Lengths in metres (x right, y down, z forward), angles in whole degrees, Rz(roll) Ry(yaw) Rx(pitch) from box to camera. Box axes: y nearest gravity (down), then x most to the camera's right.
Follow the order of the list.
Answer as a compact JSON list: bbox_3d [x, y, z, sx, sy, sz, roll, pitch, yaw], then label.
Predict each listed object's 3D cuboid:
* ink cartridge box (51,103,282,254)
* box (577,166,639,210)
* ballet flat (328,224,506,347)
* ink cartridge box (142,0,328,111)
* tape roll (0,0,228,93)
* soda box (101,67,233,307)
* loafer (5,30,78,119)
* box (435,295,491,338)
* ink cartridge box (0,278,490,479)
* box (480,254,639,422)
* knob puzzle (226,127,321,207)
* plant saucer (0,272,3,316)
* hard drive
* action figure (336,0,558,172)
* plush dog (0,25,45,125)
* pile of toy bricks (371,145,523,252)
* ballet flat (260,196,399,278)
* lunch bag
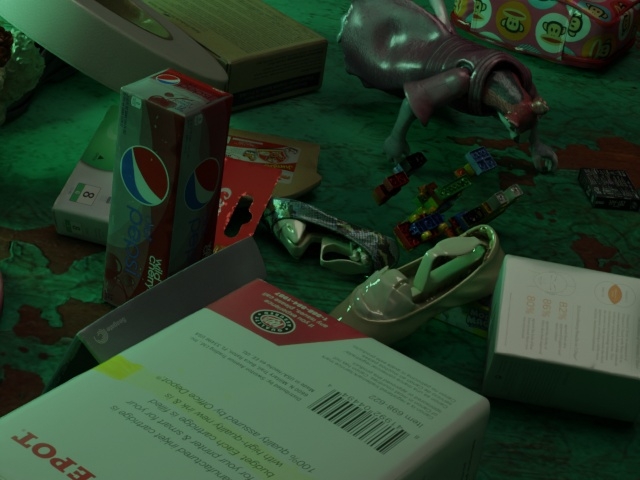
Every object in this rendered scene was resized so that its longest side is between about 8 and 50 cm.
[{"bbox_3d":[-0.179,-0.063,1.731,0.224,0.056,0.181,12,51,13],"label":"ink cartridge box"},{"bbox_3d":[0.396,-0.071,2.002,0.067,0.018,0.083,3,31,-10],"label":"box"},{"bbox_3d":[0.101,0.050,1.602,0.248,0.086,0.086,-25,43,-24],"label":"ballet flat"},{"bbox_3d":[-0.137,-0.286,2.149,0.193,0.088,0.234,-20,42,-37],"label":"ink cartridge box"},{"bbox_3d":[-0.296,-0.288,1.876,0.392,0.072,0.392,34,10,-7],"label":"tape roll"},{"bbox_3d":[-0.164,-0.041,1.554,0.092,0.263,0.083,25,34,25],"label":"soda box"},{"bbox_3d":[-0.419,-0.249,1.999,0.109,0.095,0.302,19,32,16],"label":"loafer"},{"bbox_3d":[0.182,0.063,1.696,0.179,0.043,0.105,19,33,20],"label":"box"},{"bbox_3d":[-0.081,0.215,1.248,0.279,0.160,0.384,28,35,29],"label":"ink cartridge box"},{"bbox_3d":[0.266,0.105,1.558,0.170,0.091,0.130,11,54,2],"label":"box"},{"bbox_3d":[-0.095,-0.085,1.878,0.213,0.030,0.213,8,30,-4],"label":"knob puzzle"},{"bbox_3d":[-0.497,0.033,1.516,0.332,0.084,0.332,6,30,-4],"label":"plant saucer"},{"bbox_3d":[-0.162,0.100,1.424,0.054,0.172,0.254,46,40,12],"label":"hard drive"},{"bbox_3d":[0.200,-0.237,2.005,0.248,0.276,0.370,-3,18,-32],"label":"action figure"},{"bbox_3d":[-0.459,-0.176,1.677,0.262,0.225,0.211,-5,64,-1],"label":"plush dog"},{"bbox_3d":[0.137,-0.040,1.805,0.212,0.105,0.118,-23,75,-42],"label":"pile of toy bricks"},{"bbox_3d":[0.000,0.000,1.735,0.188,0.070,0.070,17,31,18],"label":"ballet flat"},{"bbox_3d":[0.388,-0.398,2.451,0.293,0.120,0.258,23,32,23],"label":"lunch bag"}]
